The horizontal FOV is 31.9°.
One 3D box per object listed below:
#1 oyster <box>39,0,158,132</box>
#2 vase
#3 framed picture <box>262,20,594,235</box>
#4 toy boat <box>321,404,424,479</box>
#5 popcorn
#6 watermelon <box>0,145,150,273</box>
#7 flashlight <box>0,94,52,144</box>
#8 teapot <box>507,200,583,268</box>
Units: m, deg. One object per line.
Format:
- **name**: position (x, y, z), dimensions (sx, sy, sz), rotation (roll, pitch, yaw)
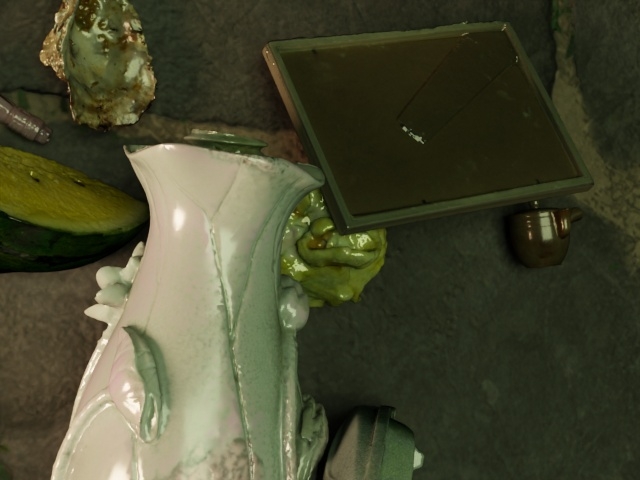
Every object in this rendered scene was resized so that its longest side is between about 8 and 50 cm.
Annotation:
- **oyster**: position (-0.225, -0.196, 1.112), dimensions (0.105, 0.056, 0.177), rotation (-19, 94, -32)
- **vase**: position (-0.110, 0.124, 1.022), dimensions (0.250, 0.250, 0.445), rotation (6, 92, -20)
- **framed picture**: position (0.117, -0.131, 1.182), dimensions (0.315, 0.024, 0.232), rotation (-10, 65, -26)
- **toy boat**: position (0.048, 0.226, 1.054), dimensions (0.092, 0.319, 0.141), rotation (9, 83, 6)
- **popcorn**: position (0.000, 0.000, 1.153), dimensions (0.135, 0.162, 0.141), rotation (-5, 115, -54)
- **watermelon**: position (-0.303, -0.045, 1.057), dimensions (0.301, 0.123, 0.129), rotation (22, 58, -20)
- **flashlight**: position (-0.312, -0.129, 1.090), dimensions (0.110, 0.031, 0.052), rotation (32, 101, -19)
- **teapot**: position (0.269, -0.013, 1.272), dimensions (0.110, 0.085, 0.080), rotation (-8, 91, -40)
